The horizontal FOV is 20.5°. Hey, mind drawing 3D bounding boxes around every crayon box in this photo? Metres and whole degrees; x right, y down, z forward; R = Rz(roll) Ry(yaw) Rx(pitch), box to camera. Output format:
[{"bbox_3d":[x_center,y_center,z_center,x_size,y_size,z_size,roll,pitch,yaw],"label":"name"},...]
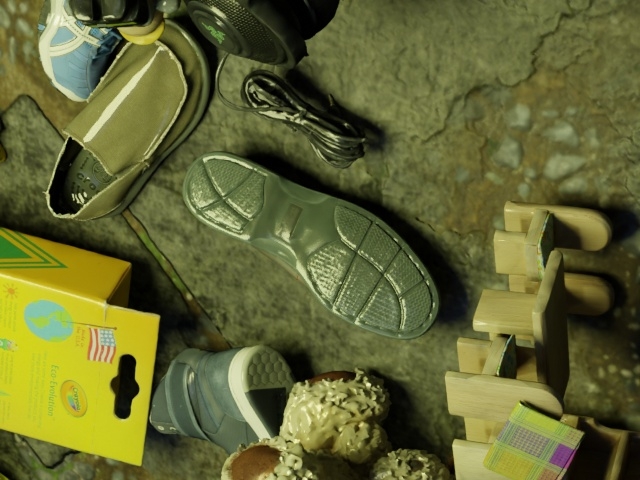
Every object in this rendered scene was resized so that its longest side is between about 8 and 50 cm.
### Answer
[{"bbox_3d":[-0.310,0.094,1.777,0.318,0.081,0.202,16,125,6],"label":"crayon box"}]

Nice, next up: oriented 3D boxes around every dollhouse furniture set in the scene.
[{"bbox_3d":[0.215,0.126,1.460,0.161,0.212,0.242,6,133,18],"label":"dollhouse furniture set"}]

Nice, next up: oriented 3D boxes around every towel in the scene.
[{"bbox_3d":[0.163,0.160,1.354,0.060,0.009,0.083,23,134,3],"label":"towel"}]

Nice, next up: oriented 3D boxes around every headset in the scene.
[{"bbox_3d":[0.004,-0.219,1.430,0.185,0.243,0.394,37,145,9],"label":"headset"}]

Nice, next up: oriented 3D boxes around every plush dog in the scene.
[{"bbox_3d":[0.052,0.254,1.586,0.225,0.262,0.211,8,110,19],"label":"plush dog"}]

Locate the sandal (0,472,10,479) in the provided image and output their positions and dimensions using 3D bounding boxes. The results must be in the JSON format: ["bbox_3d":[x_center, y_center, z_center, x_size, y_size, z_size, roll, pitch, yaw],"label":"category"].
[{"bbox_3d":[-0.449,0.230,1.899,0.126,0.317,0.138,-38,63,-2],"label":"sandal"}]

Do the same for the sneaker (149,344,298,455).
[{"bbox_3d":[-0.074,0.200,1.751,0.163,0.086,0.226,-5,117,42],"label":"sneaker"}]

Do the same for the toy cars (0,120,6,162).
[{"bbox_3d":[-0.425,-0.040,1.820,0.176,0.087,0.394,13,121,-3],"label":"toy cars"}]

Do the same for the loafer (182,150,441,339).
[{"bbox_3d":[0.000,0.000,1.628,0.267,0.084,0.096,32,93,11],"label":"loafer"}]

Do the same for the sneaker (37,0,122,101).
[{"bbox_3d":[-0.204,-0.219,1.641,0.081,0.080,0.211,27,123,21],"label":"sneaker"}]

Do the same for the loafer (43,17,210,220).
[{"bbox_3d":[-0.187,-0.102,1.677,0.094,0.087,0.251,40,126,10],"label":"loafer"}]

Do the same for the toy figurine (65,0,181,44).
[{"bbox_3d":[-0.172,-0.294,1.517,0.213,0.148,0.209,41,101,7],"label":"toy figurine"}]
